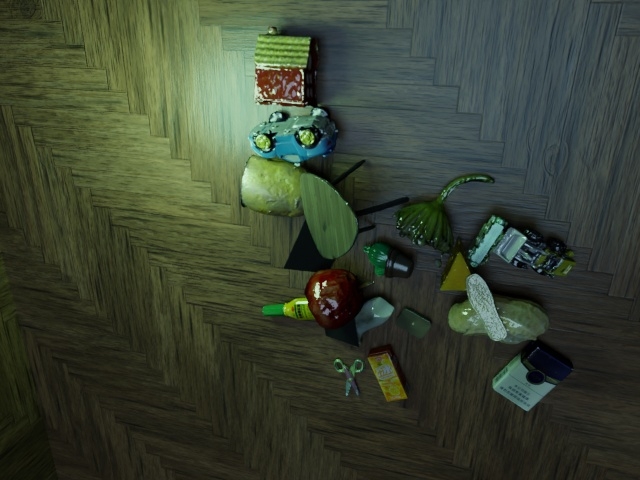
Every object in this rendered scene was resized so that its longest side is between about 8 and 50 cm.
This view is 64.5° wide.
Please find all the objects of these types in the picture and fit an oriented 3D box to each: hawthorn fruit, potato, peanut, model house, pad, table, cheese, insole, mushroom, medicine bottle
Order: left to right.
[{"bbox_3d":[-0.130,-0.187,1.840,0.266,0.229,0.229,10,115,6],"label":"potato"},{"bbox_3d":[-0.111,-0.574,1.688,0.196,0.160,0.254,7,113,15],"label":"model house"},{"bbox_3d":[-0.116,0.287,2.108,0.260,0.064,0.095,-6,108,21],"label":"medicine bottle"},{"bbox_3d":[0.000,0.000,1.916,0.202,0.005,0.300,8,122,-28],"label":"pad"},{"bbox_3d":[0.077,0.356,2.061,0.190,0.004,0.127,10,119,45],"label":"pad"},{"bbox_3d":[0.079,0.205,1.946,0.266,0.210,0.230,-25,79,0],"label":"hawthorn fruit"},{"bbox_3d":[0.128,-0.110,1.724,0.317,0.249,0.317,39,141,41],"label":"table"},{"bbox_3d":[0.175,0.323,2.020,0.118,0.103,0.270,43,129,6],"label":"mushroom"},{"bbox_3d":[0.489,0.085,1.802,0.126,0.093,0.171,0,124,17],"label":"cheese"},{"bbox_3d":[0.569,0.233,1.753,0.081,0.011,0.248,-26,88,26],"label":"insole"},{"bbox_3d":[0.638,0.272,1.821,0.340,0.158,0.174,13,134,19],"label":"peanut"}]

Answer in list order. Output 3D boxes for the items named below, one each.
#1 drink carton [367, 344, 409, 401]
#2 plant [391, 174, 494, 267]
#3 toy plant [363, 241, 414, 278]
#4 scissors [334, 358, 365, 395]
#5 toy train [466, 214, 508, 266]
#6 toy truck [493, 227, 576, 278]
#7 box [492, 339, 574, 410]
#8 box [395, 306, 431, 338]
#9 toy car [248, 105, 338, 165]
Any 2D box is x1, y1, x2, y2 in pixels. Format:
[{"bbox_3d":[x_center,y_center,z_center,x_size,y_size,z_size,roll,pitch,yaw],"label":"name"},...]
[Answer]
[{"bbox_3d":[0.282,0.547,2.090,0.096,0.071,0.223,-17,106,24],"label":"drink carton"},{"bbox_3d":[0.413,-0.108,1.781,0.251,0.180,0.333,31,85,10],"label":"plant"},{"bbox_3d":[0.247,0.079,1.891,0.200,0.105,0.143,22,133,27],"label":"toy plant"},{"bbox_3d":[0.131,0.592,2.184,0.133,0.020,0.187,-2,110,13],"label":"scissors"},{"bbox_3d":[0.569,-0.003,1.739,0.081,0.125,0.194,27,114,2],"label":"toy train"},{"bbox_3d":[0.719,0.048,1.681,0.286,0.111,0.136,15,118,-24],"label":"toy truck"},{"bbox_3d":[0.797,0.507,1.913,0.168,0.071,0.259,32,119,2],"label":"box"},{"bbox_3d":[0.365,0.321,1.991,0.126,0.031,0.091,28,117,5],"label":"box"},{"bbox_3d":[-0.094,-0.349,1.766,0.314,0.198,0.166,-2,123,17],"label":"toy car"}]
